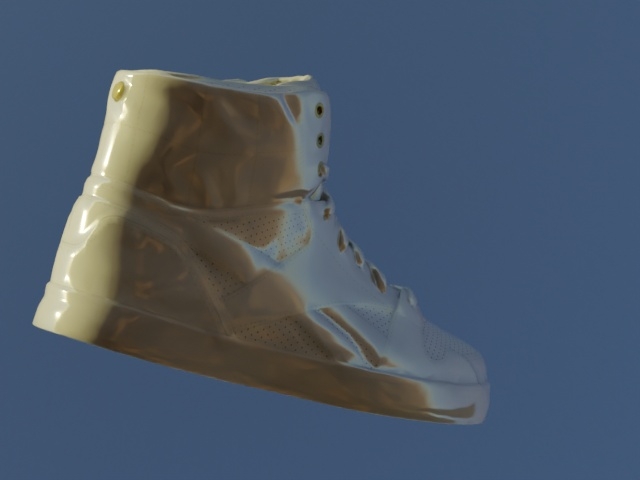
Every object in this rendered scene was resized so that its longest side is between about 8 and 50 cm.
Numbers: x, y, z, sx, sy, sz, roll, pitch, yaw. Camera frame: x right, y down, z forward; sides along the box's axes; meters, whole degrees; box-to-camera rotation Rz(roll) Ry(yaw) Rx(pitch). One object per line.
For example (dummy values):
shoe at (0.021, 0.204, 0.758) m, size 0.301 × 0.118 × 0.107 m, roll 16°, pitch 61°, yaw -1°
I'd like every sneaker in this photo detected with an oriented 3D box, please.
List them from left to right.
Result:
sneaker at (0.000, 0.000, 0.863) m, size 0.292 × 0.108 × 0.169 m, roll 18°, pitch -96°, yaw -40°
